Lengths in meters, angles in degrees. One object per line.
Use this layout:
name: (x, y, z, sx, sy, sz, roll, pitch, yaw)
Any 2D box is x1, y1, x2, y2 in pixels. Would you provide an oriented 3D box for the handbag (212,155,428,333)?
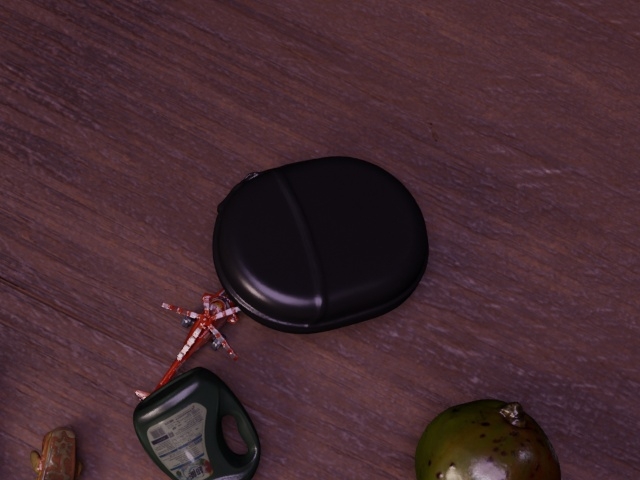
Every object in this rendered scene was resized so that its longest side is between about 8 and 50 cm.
handbag: (0.000, -0.001, 1.905, 0.308, 0.093, 0.253, -15, 68, -19)

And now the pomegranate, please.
pomegranate: (0.205, 0.329, 1.840, 0.198, 0.198, 0.246, 38, 79, 6)

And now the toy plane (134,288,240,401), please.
toy plane: (-0.173, 0.151, 1.933, 0.126, 0.077, 0.194, 17, 89, 6)

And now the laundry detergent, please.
laundry detergent: (-0.148, 0.290, 1.888, 0.144, 0.078, 0.221, -33, 101, 3)

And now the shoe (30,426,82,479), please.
shoe: (-0.363, 0.312, 1.907, 0.072, 0.069, 0.109, -6, 89, -26)
